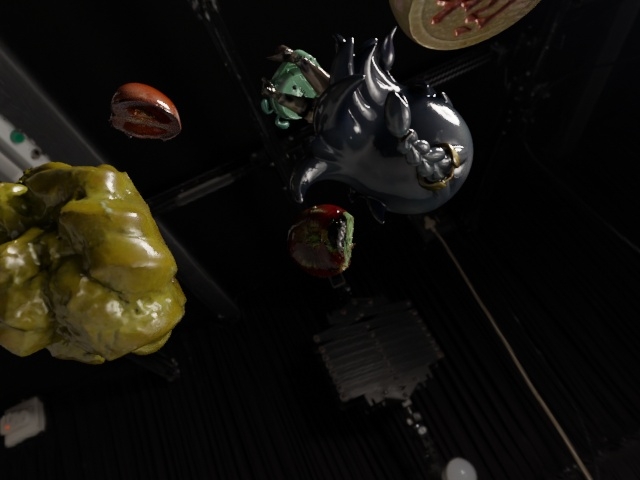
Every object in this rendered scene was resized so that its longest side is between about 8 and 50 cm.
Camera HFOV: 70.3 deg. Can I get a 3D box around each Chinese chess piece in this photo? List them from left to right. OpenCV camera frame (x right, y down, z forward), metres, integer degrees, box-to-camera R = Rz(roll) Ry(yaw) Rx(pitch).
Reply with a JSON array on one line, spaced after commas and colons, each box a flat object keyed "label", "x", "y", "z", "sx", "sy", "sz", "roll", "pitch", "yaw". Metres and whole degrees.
[{"label": "Chinese chess piece", "x": 0.237, "y": -0.425, "z": 0.706, "sx": 0.269, "sy": 0.112, "sz": 0.270, "roll": -14, "pitch": -16, "yaw": -4}]

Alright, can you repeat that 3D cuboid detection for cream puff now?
[{"label": "cream puff", "x": -0.239, "y": 0.024, "z": 0.437, "sx": 0.194, "sy": 0.221, "sz": 0.195, "roll": -33, "pitch": -20, "yaw": -14}]

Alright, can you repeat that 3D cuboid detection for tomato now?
[{"label": "tomato", "x": -0.503, "y": -0.384, "z": 1.324, "sx": 0.199, "sy": 0.112, "sz": 0.228, "roll": 10, "pitch": -17, "yaw": -30}]

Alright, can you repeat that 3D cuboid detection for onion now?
[{"label": "onion", "x": 0.000, "y": 0.000, "z": 0.735, "sx": 0.118, "sy": 0.117, "sz": 0.119, "roll": 4, "pitch": -15, "yaw": 1}]

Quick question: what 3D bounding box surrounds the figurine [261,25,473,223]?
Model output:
[{"label": "figurine", "x": 0.069, "y": -0.127, "z": 0.551, "sx": 0.264, "sy": 0.197, "sz": 0.175, "roll": -2, "pitch": -32, "yaw": -40}]

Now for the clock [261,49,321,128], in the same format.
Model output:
[{"label": "clock", "x": -0.067, "y": -0.387, "z": 1.201, "sx": 0.189, "sy": 0.060, "sz": 0.148, "roll": -50, "pitch": -38, "yaw": 4}]
